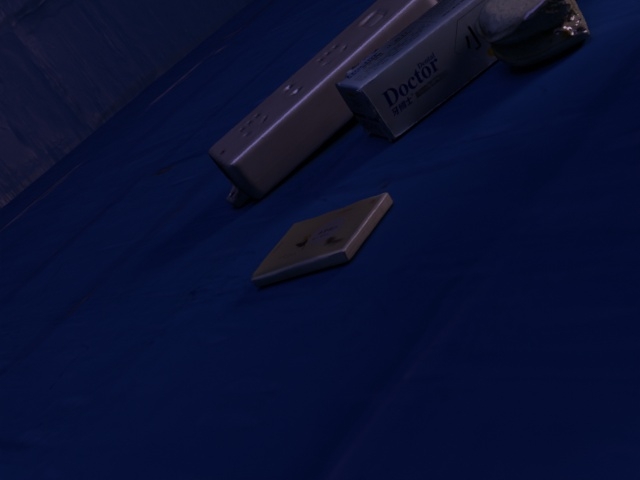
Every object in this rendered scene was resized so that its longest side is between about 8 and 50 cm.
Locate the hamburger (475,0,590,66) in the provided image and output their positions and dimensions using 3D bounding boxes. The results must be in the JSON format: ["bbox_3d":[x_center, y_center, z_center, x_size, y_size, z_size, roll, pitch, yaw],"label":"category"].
[{"bbox_3d":[0.178,-0.194,0.867,0.084,0.054,0.121,-32,30,25],"label":"hamburger"}]

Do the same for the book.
[{"bbox_3d":[0.000,-0.001,0.792,0.111,0.014,0.077,-18,26,45],"label":"book"}]

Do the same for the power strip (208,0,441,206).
[{"bbox_3d":[0.016,-0.167,1.069,0.338,0.058,0.098,-42,23,-4],"label":"power strip"}]

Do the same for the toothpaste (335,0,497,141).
[{"bbox_3d":[0.158,-0.217,0.954,0.313,0.071,0.089,-38,20,-6],"label":"toothpaste"}]
